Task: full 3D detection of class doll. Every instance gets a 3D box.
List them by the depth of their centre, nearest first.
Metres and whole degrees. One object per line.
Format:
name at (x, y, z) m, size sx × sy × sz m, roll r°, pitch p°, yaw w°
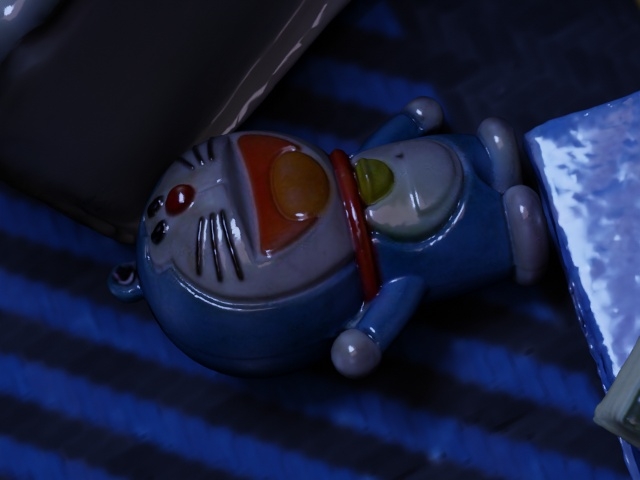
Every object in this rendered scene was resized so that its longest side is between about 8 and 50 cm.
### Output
doll at (0.000, 0.000, 0.546) m, size 0.152 × 0.085 × 0.114 m, roll -11°, pitch 51°, yaw -2°

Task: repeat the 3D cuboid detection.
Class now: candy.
candy at (-0.083, -0.112, 0.537) m, size 0.137 × 0.195 × 0.185 m, roll 40°, pitch 91°, yaw 22°

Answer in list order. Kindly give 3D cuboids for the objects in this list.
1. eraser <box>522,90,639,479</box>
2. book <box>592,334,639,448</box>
eraser at (0.179, 0.087, 0.509) m, size 0.144 × 0.042 × 0.312 m, roll -18°, pitch 73°, yaw 5°
book at (0.252, 0.049, 0.473) m, size 0.289 × 0.026 × 0.201 m, roll 30°, pitch 73°, yaw 6°
